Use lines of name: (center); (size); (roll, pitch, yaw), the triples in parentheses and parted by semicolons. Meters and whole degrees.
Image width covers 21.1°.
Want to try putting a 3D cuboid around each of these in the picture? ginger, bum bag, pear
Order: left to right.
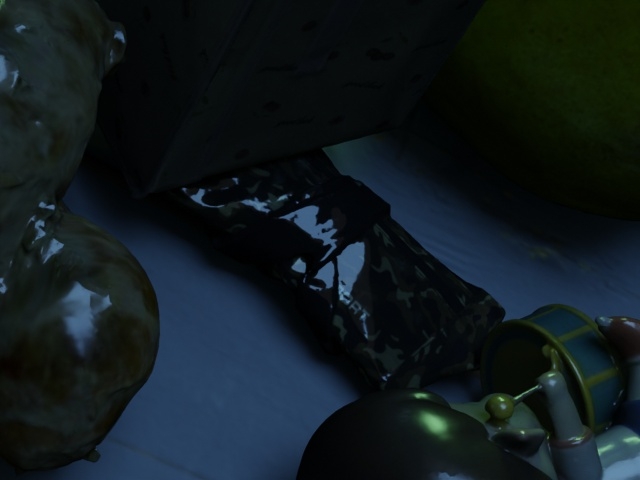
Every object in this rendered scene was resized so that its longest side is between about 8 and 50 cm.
ginger: (-0.251, -0.039, 0.850); (0.375, 0.176, 0.256); (16, 75, -16)
bum bag: (0.000, 0.000, 1.016); (0.248, 0.069, 0.102); (39, 35, -2)
pear: (0.176, -0.162, 1.094); (0.269, 0.269, 0.321); (-32, 84, -37)

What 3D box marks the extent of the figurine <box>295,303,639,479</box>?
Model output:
figurine: (0.075, 0.135, 0.927); (0.275, 0.161, 0.158); (-17, 47, -35)

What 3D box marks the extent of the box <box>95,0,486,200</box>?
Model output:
box: (-0.022, -0.205, 0.916); (0.190, 0.297, 0.225); (-15, 66, -33)
